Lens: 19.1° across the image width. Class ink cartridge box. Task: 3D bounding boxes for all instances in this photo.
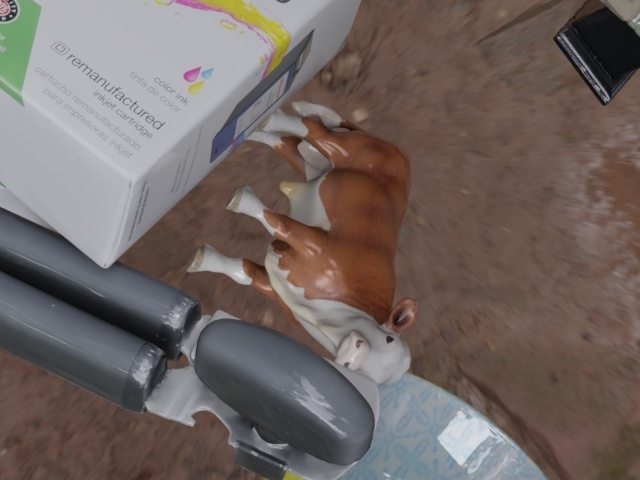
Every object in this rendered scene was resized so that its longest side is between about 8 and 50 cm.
[{"bbox_3d":[-0.097,-0.115,1.024,0.154,0.093,0.212,39,56,10],"label":"ink cartridge box"}]

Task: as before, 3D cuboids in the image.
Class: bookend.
[{"bbox_3d":[0.291,-0.198,1.493,0.072,0.157,0.156,51,55,-12],"label":"bookend"}]

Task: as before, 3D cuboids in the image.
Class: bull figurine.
[{"bbox_3d":[0.000,0.000,1.609,0.188,0.310,0.101,30,125,-14],"label":"bull figurine"}]

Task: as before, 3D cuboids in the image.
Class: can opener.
[{"bbox_3d":[-0.094,0.043,0.999,0.280,0.093,0.074,22,51,12],"label":"can opener"}]

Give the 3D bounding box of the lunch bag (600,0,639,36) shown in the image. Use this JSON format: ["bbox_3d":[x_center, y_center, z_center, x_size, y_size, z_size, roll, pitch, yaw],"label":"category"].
[{"bbox_3d":[0.131,-0.275,0.996,0.169,0.287,0.235,-41,111,18],"label":"lunch bag"}]

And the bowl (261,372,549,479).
[{"bbox_3d":[0.058,0.254,1.538,0.289,0.289,0.156,35,117,-2],"label":"bowl"}]

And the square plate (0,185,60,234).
[{"bbox_3d":[-0.350,-0.152,1.615,0.344,0.347,0.049,24,126,-12],"label":"square plate"}]
